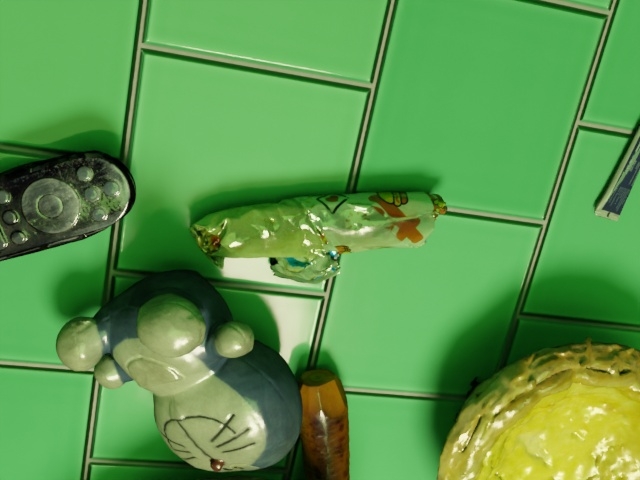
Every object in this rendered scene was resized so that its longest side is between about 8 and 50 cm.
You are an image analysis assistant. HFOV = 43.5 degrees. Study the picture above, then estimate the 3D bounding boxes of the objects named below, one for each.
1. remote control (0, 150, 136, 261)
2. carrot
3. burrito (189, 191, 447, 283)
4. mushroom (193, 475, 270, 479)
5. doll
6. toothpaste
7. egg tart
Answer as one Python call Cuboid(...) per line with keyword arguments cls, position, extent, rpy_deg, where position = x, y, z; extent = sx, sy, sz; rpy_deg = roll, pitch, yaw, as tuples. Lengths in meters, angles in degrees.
Cuboid(cls="remote control", position=(-0.318, -0.026, 0.821), extent=(0.266, 0.066, 0.090), rpy_deg=(-16, 100, -1))
Cuboid(cls="carrot", position=(0.006, 0.306, 1.013), extent=(0.066, 0.066, 0.314), rpy_deg=(-7, 113, -9))
Cuboid(cls="burrito", position=(0.000, 0.000, 0.899), extent=(0.288, 0.054, 0.104), rpy_deg=(-4, 114, -12))
Cuboid(cls="mushroom", position=(-0.108, 0.470, 0.911), extent=(0.353, 0.325, 0.353), rpy_deg=(-6, 108, -17))
Cuboid(cls="doll", position=(-0.134, 0.153, 0.878), extent=(0.228, 0.154, 0.258), rpy_deg=(-19, 110, 32))
Cuboid(cls="toothpaste", position=(0.369, -0.090, 0.956), extent=(0.037, 0.021, 0.140), rpy_deg=(14, 109, -17))
Cuboid(cls="egg tart", position=(0.290, 0.261, 1.016), extent=(0.345, 0.132, 0.345), rpy_deg=(-4, 113, -10))
